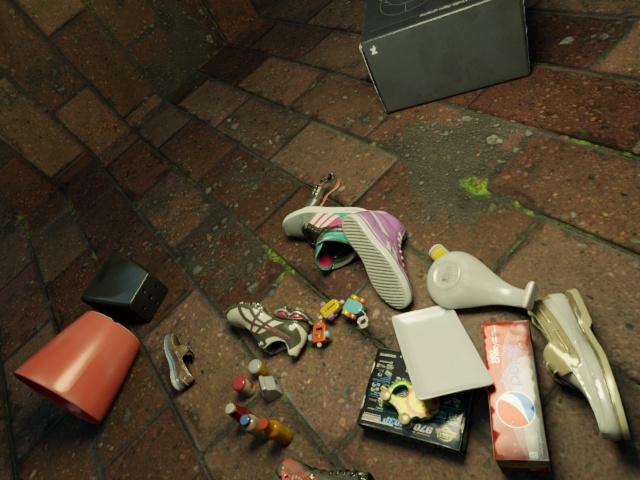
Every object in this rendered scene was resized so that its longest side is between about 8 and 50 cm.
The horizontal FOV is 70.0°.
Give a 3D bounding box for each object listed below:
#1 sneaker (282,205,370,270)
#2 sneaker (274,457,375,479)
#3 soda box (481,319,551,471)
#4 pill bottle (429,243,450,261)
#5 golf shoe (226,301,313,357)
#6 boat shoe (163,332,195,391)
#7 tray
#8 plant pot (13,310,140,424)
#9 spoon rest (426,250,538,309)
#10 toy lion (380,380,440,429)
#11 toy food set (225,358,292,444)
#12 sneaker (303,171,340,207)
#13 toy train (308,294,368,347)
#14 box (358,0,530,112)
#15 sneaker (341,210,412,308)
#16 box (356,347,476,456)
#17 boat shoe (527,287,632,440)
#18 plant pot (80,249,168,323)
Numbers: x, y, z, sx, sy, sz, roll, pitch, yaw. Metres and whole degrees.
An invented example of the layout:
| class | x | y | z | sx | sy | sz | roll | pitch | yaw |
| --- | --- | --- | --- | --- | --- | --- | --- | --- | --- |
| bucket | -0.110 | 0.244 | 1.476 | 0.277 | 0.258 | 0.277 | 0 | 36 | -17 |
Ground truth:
| class | x | y | z | sx | sy | sz | roll | pitch | yaw |
| --- | --- | --- | --- | --- | --- | --- | --- | --- | --- |
| sneaker | 0.000 | 0.000 | 1.312 | 0.296 | 0.123 | 0.178 | -2 | 44 | 28 |
| sneaker | 0.032 | 0.493 | 0.890 | 0.276 | 0.097 | 0.135 | 20 | 67 | 38 |
| soda box | 0.367 | 0.288 | 0.868 | 0.092 | 0.083 | 0.263 | -9 | 49 | 24 |
| pill bottle | 0.309 | 0.048 | 1.132 | 0.043 | 0.043 | 0.083 | -35 | 44 | 0 |
| golf shoe | -0.155 | 0.234 | 1.219 | 0.273 | 0.105 | 0.120 | 0 | 61 | 31 |
| boat shoe | -0.396 | 0.337 | 1.309 | 0.066 | 0.066 | 0.183 | -29 | 54 | 1 |
| tray | 0.245 | 0.231 | 0.962 | 0.145 | 0.030 | 0.270 | -14 | 25 | 4 |
| plant pot | -0.684 | 0.360 | 1.339 | 0.275 | 0.275 | 0.243 | 2 | 45 | 32 |
| spoon rest | 0.350 | 0.101 | 1.010 | 0.276 | 0.084 | 0.137 | 14 | 80 | 54 |
| toy lion | 0.184 | 0.321 | 0.917 | 0.096 | 0.034 | 0.100 | -36 | 44 | -9 |
| toy food set | -0.160 | 0.381 | 1.093 | 0.111 | 0.104 | 0.232 | -32 | 44 | 4 |
| sneaker | -0.006 | -0.163 | 1.483 | 0.061 | 0.065 | 0.158 | 28 | 71 | 43 |
| toy train | 0.050 | 0.207 | 1.159 | 0.166 | 0.046 | 0.125 | -21 | 47 | 19 |
| box | 0.417 | -0.745 | 1.550 | 0.480 | 0.297 | 0.471 | -9 | 49 | 25 |
| sneaker | 0.189 | 0.033 | 1.180 | 0.161 | 0.102 | 0.282 | -12 | 65 | -35 |
| box | 0.203 | 0.328 | 0.957 | 0.220 | 0.051 | 0.175 | 1 | 55 | 31 |
| boat shoe | 0.471 | 0.226 | 0.846 | 0.103 | 0.113 | 0.302 | -19 | 34 | 22 |
| plant pot | -0.624 | 0.169 | 1.510 | 0.167 | 0.187 | 0.188 | 10 | 59 | 21 |
